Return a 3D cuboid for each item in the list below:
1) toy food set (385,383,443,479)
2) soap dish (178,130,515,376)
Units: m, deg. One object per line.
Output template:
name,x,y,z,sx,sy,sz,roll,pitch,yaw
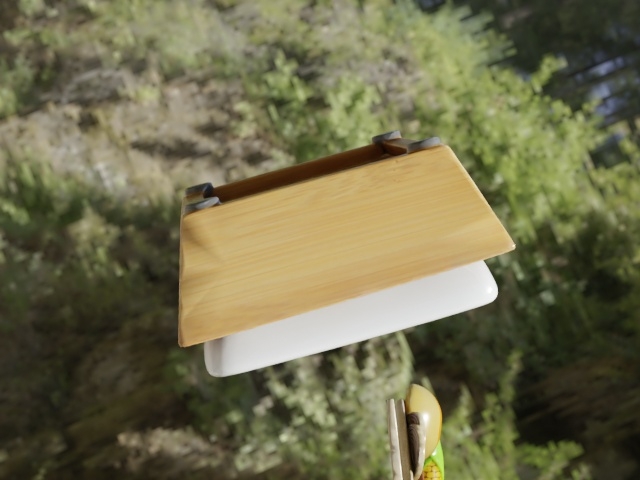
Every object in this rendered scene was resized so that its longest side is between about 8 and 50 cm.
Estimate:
toy food set,0.070,0.165,1.031,0.192,0.039,0.132,66,19,-84
soap dish,0.000,0.000,1.097,0.291,0.229,0.118,-135,-151,-83
